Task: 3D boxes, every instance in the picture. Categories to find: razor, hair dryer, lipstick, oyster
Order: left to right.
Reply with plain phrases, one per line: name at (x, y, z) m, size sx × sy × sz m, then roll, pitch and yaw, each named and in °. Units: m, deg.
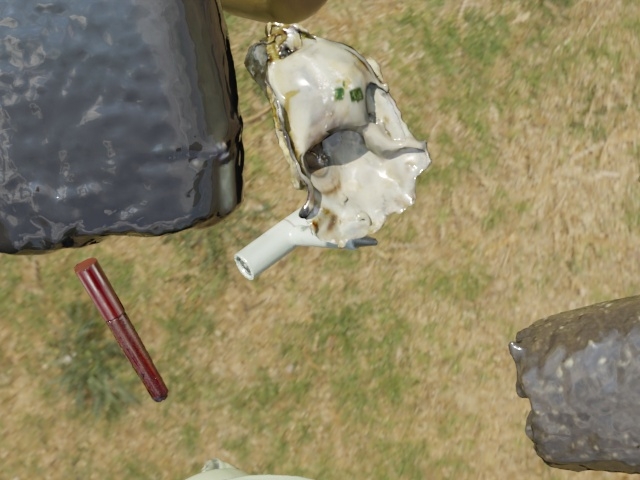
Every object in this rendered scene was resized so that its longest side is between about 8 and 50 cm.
razor at (-0.159, -0.158, 0.737) m, size 0.189 × 0.107 × 0.327 m, roll -10°, pitch 93°, yaw 0°
lipstick at (-0.199, 0.095, 1.170) m, size 0.027 × 0.027 × 0.176 m, roll -14°, pitch 118°, yaw 21°
hair dryer at (-0.005, 0.005, 1.443) m, size 0.183 × 0.155 × 0.044 m, roll 17°, pitch 139°, yaw 55°
oyster at (0.014, -0.084, 0.809) m, size 0.108 × 0.053 × 0.166 m, roll -22°, pitch 99°, yaw -8°

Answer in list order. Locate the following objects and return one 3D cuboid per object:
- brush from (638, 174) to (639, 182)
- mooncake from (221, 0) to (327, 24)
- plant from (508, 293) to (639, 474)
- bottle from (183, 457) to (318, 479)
brush at (0.383, -0.089, 1.261) m, size 0.071 × 0.301 × 0.084 m, roll 7°, pitch 87°, yaw 24°
mooncake at (-0.045, -0.362, 1.303) m, size 0.117 × 0.235 × 0.235 m, roll 15°, pitch 113°, yaw 19°
plant at (0.158, 0.057, 0.492) m, size 0.143 × 0.094 × 0.092 m, roll -13°, pitch 81°, yaw 20°
bottle at (-0.033, 0.310, 0.962) m, size 0.351 × 0.229 × 0.229 m, roll 29°, pitch 123°, yaw 51°
